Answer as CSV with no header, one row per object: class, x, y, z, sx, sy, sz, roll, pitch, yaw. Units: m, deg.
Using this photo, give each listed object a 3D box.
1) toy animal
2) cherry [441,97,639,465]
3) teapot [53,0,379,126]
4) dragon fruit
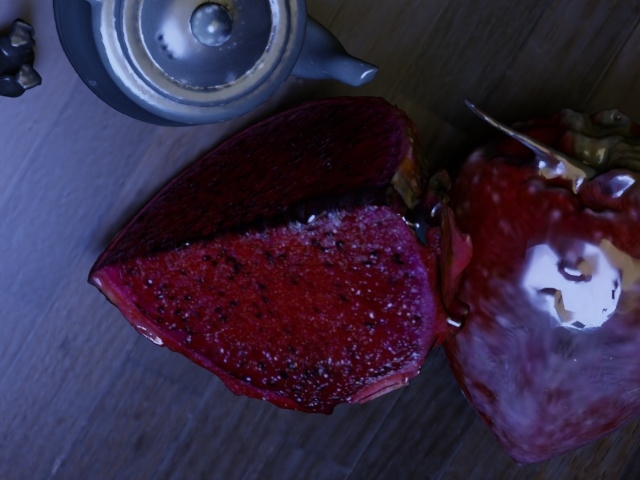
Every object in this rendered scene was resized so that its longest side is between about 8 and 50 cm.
toy animal,-0.238,-0.121,0.947,0.136,0.065,0.047,12,83,-18
cherry,0.160,0.034,1.020,0.192,0.175,0.249,9,103,-5
teapot,-0.085,-0.139,0.932,0.239,0.149,0.162,18,101,-17
dragon fruit,0.000,0.000,0.966,0.163,0.262,0.189,26,61,-42
